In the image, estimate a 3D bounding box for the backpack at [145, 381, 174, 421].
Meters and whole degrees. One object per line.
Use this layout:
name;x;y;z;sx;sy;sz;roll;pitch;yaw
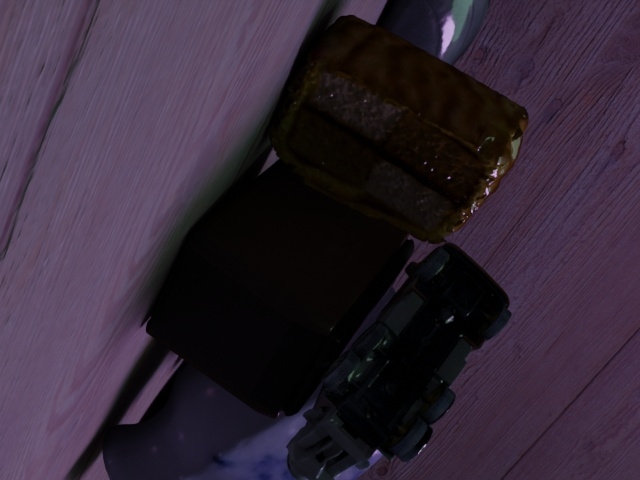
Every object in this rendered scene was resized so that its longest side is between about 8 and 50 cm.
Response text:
backpack;-0.215;0.316;1.652;0.229;0.139;0.229;-58;178;-3

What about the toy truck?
toy truck;0.069;0.126;0.997;0.256;0.108;0.140;-48;-177;-33

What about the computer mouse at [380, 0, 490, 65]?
computer mouse;0.142;-0.284;1.398;0.188;0.122;0.371;-55;180;-36

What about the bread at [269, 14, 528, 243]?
bread;0.072;-0.103;0.971;0.096;0.222;0.181;-57;174;-36

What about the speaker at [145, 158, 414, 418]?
speaker;-0.037;0.037;1.051;0.231;0.192;0.153;-47;171;-52

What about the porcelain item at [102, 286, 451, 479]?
porcelain item;-0.053;0.213;1.258;0.405;0.178;0.242;-31;134;0
